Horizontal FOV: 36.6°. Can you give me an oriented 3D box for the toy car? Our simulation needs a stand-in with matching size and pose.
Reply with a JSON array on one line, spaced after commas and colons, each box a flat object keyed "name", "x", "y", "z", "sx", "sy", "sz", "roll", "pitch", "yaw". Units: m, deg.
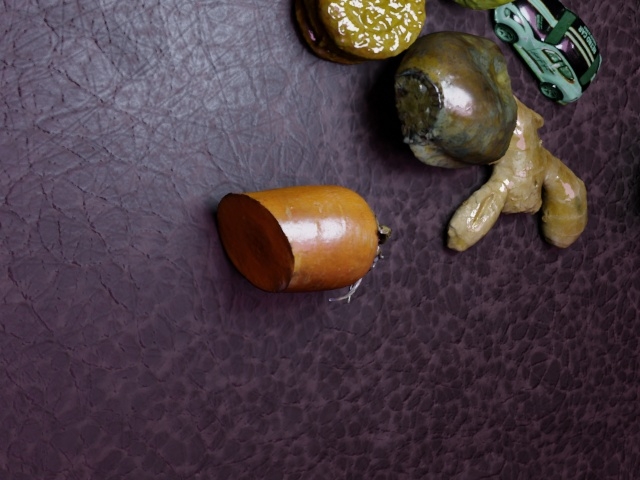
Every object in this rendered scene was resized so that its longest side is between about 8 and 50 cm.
[{"name": "toy car", "x": 0.492, "y": -0.422, "z": 2.034, "sx": 0.306, "sy": 0.125, "sz": 0.136, "roll": 46, "pitch": 74, "yaw": -28}]

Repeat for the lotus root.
[{"name": "lotus root", "x": 0.256, "y": -0.280, "z": 1.826, "sx": 0.260, "sy": 0.149, "sz": 0.267, "roll": -2, "pitch": 84, "yaw": -56}]

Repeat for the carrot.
[{"name": "carrot", "x": 0.000, "y": 0.000, "z": 1.745, "sx": 0.331, "sy": 0.193, "sz": 0.214, "roll": -7, "pitch": 59, "yaw": -34}]

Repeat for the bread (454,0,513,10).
[{"name": "bread", "x": 0.347, "y": -0.618, "z": 1.803, "sx": 0.308, "sy": 0.348, "sz": 0.348, "roll": -38, "pitch": 113, "yaw": -17}]

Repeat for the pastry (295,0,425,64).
[{"name": "pastry", "x": 0.079, "y": -0.443, "z": 1.779, "sx": 0.240, "sy": 0.132, "sz": 0.235, "roll": -14, "pitch": 104, "yaw": -30}]

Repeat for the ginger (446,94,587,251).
[{"name": "ginger", "x": 0.437, "y": -0.147, "z": 2.039, "sx": 0.363, "sy": 0.122, "sz": 0.348, "roll": 2, "pitch": 104, "yaw": -21}]
